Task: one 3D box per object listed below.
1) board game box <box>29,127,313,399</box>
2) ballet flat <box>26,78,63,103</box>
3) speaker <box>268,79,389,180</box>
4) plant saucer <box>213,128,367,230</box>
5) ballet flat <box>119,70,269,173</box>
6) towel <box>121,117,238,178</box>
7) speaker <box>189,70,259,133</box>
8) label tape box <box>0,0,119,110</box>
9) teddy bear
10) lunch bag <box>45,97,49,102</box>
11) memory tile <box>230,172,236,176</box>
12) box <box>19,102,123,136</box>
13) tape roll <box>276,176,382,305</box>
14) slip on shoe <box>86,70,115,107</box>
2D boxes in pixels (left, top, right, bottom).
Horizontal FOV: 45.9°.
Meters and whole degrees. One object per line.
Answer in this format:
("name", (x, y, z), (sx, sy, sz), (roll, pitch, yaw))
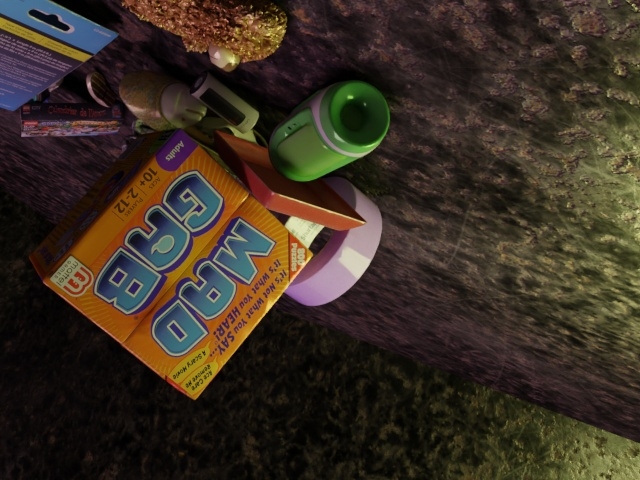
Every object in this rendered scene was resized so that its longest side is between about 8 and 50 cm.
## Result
("board game box", (-0.310, 0.031, 1.510), (0.356, 0.356, 0.356), (44, 167, -22))
("ballet flat", (-0.638, -0.382, 1.723), (0.095, 0.096, 0.280), (64, 158, 2))
("speaker", (0.005, -0.184, 1.316), (0.131, 0.131, 0.296), (31, 164, -17))
("plant saucer", (-0.069, -0.110, 1.488), (0.259, 0.048, 0.258), (17, -159, -44))
("ballet flat", (-0.239, -0.243, 1.536), (0.348, 0.123, 0.123), (32, 164, -38))
("towel", (-0.335, -0.181, 1.804), (0.283, 0.121, 0.235), (29, 175, -14))
("speaker", (-0.186, -0.268, 1.474), (0.136, 0.055, 0.055), (36, 161, -32))
("label tape box", (-0.589, -0.390, 1.414), (0.347, 0.115, 0.249), (-24, 158, 31))
("teddy bear", (-0.220, -0.357, 1.141), (0.338, 0.113, 0.245), (31, 166, -15))
("lunch bag", (-0.825, -0.422, 1.900), (0.293, 0.138, 0.221), (21, 168, -31))
("memory tile", (-0.126, -0.147, 1.705), (0.148, 0.113, 0.012), (26, 120, 3))
("box", (-0.610, -0.294, 1.849), (0.233, 0.044, 0.159), (-4, 176, -22))
("tape roll", (0.000, 0.000, 1.633), (0.090, 0.275, 0.275), (36, 161, -33))
("slip on shoe", (-0.515, -0.350, 1.738), (0.041, 0.051, 0.135), (20, 171, 10))
